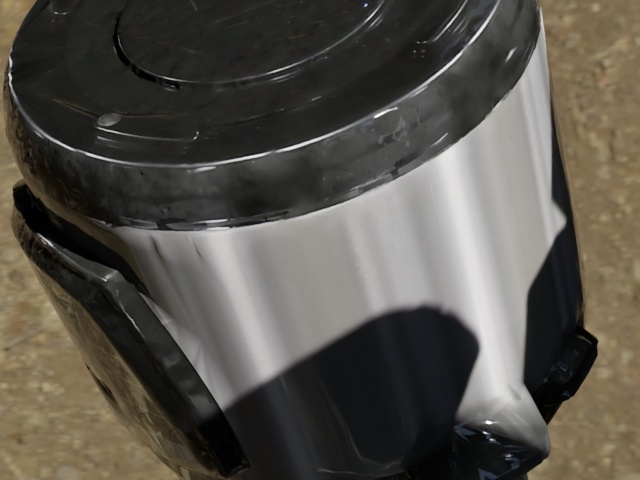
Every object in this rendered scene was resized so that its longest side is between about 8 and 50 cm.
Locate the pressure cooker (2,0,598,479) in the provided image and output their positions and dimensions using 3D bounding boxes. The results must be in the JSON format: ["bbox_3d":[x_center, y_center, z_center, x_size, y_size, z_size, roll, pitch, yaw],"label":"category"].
[{"bbox_3d":[0.006,-0.002,1.164,0.370,0.375,0.420,-70,153,-43],"label":"pressure cooker"}]
